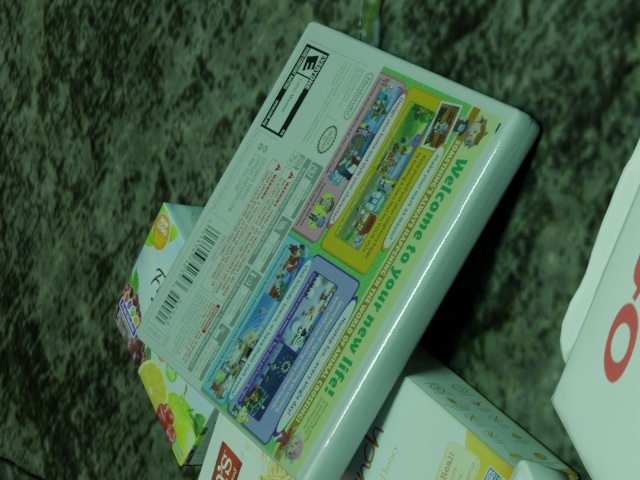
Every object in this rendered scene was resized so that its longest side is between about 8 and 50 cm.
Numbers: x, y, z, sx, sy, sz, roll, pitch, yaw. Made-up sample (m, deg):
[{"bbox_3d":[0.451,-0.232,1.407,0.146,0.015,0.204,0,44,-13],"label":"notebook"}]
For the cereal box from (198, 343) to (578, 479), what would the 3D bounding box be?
[{"bbox_3d":[0.019,0.136,0.794,0.240,0.047,0.173,37,114,50],"label":"cereal box"}]

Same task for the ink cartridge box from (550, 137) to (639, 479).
[{"bbox_3d":[0.211,0.020,0.323,0.385,0.160,0.279,-106,33,-67],"label":"ink cartridge box"}]

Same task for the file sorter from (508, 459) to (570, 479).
[{"bbox_3d":[0.129,0.239,0.443,0.278,0.173,0.193,-106,35,-61],"label":"file sorter"}]

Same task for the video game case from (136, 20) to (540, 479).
[{"bbox_3d":[0.000,0.000,0.802,0.193,0.023,0.212,33,94,51],"label":"video game case"}]

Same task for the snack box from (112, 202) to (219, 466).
[{"bbox_3d":[-0.080,0.058,0.954,0.100,0.037,0.141,-61,42,29],"label":"snack box"}]
